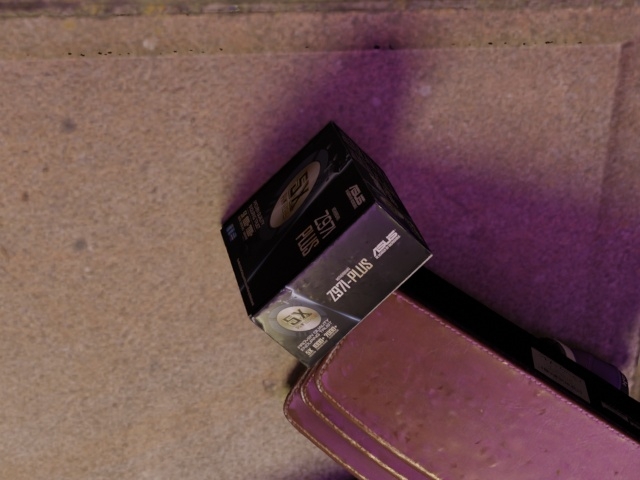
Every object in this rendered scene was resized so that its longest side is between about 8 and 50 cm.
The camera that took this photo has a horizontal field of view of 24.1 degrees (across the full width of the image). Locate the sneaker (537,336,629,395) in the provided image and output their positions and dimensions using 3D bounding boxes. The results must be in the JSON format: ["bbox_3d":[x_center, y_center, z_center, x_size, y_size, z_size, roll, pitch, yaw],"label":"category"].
[{"bbox_3d":[0.216,0.241,1.526,0.124,0.107,0.283,21,110,-28],"label":"sneaker"}]

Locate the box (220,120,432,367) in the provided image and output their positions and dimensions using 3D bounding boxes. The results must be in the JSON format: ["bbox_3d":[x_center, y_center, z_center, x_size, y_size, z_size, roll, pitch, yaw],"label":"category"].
[{"bbox_3d":[0.000,0.000,1.307,0.147,0.180,0.077,-43,117,11],"label":"box"}]

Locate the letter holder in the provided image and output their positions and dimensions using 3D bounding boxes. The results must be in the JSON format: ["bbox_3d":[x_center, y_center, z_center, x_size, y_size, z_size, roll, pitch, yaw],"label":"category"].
[{"bbox_3d":[0.127,0.182,1.378,0.301,0.152,0.214,32,102,-2],"label":"letter holder"}]
